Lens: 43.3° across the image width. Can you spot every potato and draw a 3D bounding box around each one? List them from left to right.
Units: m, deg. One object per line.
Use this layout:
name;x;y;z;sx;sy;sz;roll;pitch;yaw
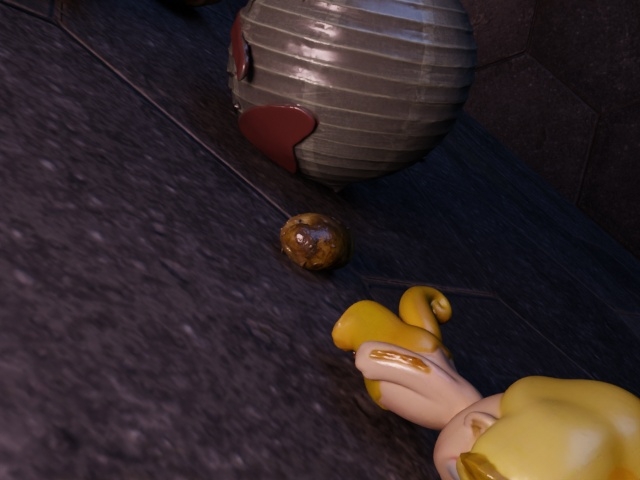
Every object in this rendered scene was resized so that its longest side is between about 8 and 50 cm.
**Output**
potato;0.000;0.000;0.620;0.051;0.040;0.083;50;20;12

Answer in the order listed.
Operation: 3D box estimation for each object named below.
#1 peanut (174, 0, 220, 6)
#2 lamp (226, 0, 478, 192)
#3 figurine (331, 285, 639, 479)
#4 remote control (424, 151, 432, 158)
peanut;-0.172;-0.371;1.057;0.120;0.110;0.236;10;21;-20
lamp;0.028;-0.161;0.775;0.233;0.233;0.265;43;22;5
figurine;0.104;0.115;0.451;0.246;0.131;0.156;40;-1;36
remote control;0.140;-0.169;1.310;0.073;0.044;0.229;48;18;13
